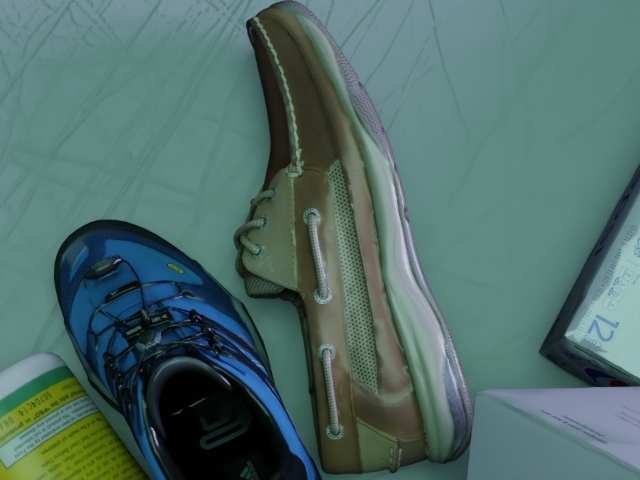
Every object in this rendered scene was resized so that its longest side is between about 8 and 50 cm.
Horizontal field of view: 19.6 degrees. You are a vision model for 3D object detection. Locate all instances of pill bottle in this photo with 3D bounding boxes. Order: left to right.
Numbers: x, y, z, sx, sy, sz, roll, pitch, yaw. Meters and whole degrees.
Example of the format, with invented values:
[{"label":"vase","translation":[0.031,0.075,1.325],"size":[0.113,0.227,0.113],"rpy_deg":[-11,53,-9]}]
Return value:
[{"label":"pill bottle","translation":[-0.156,0.184,1.168],"size":[0.117,0.117,0.208],"rpy_deg":[-36,84,-8]}]

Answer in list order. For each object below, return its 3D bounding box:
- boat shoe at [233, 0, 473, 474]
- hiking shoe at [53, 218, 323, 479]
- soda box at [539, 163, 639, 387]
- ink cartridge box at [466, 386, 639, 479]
[{"label":"boat shoe","translation":[0.000,0.000,1.208],"size":[0.116,0.123,0.324],"rpy_deg":[-18,80,-3]},{"label":"hiking shoe","translation":[-0.079,0.082,1.150],"size":[0.113,0.132,0.304],"rpy_deg":[-33,59,-9]},{"label":"soda box","translation":[0.257,-0.030,1.235],"size":[0.091,0.098,0.286],"rpy_deg":[29,80,2]},{"label":"ink cartridge box","translation":[0.243,0.201,1.081],"size":[0.270,0.197,0.198],"rpy_deg":[2,99,-24]}]
